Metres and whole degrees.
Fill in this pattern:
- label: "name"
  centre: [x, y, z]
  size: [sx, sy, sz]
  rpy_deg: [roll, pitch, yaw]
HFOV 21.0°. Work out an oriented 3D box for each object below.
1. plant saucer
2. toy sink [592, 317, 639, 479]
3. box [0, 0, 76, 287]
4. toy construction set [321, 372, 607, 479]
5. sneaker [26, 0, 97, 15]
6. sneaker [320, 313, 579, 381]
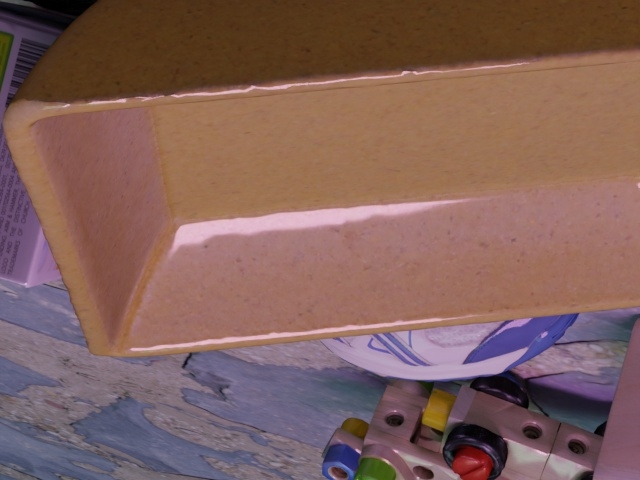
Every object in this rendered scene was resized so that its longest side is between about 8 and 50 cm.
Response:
- label: "plant saucer"
  centre: [0.049, -0.042, 0.743]
  size: [0.333, 0.081, 0.333]
  rpy_deg: [-6, 162, -3]
- label: "toy sink"
  centre: [0.298, 0.156, 1.140]
  size: [0.153, 0.131, 0.234]
  rpy_deg: [4, 153, 32]
- label: "box"
  centre: [-0.139, -0.052, 0.831]
  size: [0.103, 0.114, 0.203]
  rpy_deg: [17, -173, 9]
- label: "toy construction set"
  centre: [0.156, 0.202, 1.356]
  size: [0.328, 0.151, 0.215]
  rpy_deg: [9, 137, -1]
- label: "sneaker"
  centre: [-0.106, -0.148, 0.688]
  size: [0.130, 0.087, 0.227]
  rpy_deg: [12, 167, -6]
- label: "sneaker"
  centre: [0.000, 0.000, 0.981]
  size: [0.296, 0.112, 0.131]
  rpy_deg: [9, 160, 18]
